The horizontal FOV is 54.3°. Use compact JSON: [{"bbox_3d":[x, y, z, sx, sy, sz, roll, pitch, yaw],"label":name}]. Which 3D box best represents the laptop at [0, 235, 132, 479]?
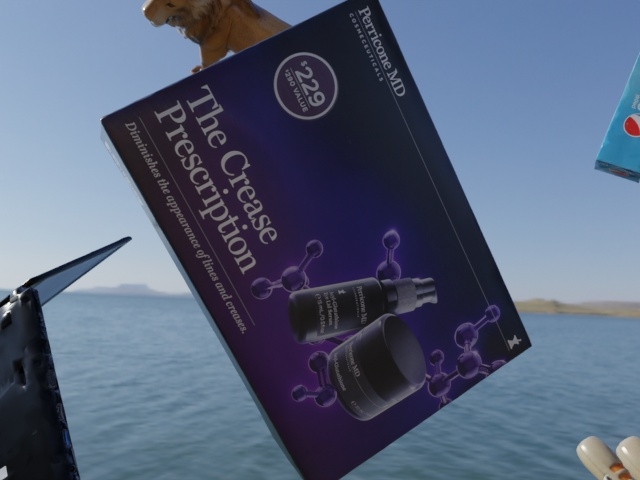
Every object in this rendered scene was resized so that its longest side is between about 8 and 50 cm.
[{"bbox_3d":[-0.228,0.138,0.431,0.234,0.264,0.136,-35,-31,11],"label":"laptop"}]

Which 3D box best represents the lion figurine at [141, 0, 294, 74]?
[{"bbox_3d":[-0.093,-0.311,0.998,0.392,0.142,0.240,19,-21,-12],"label":"lion figurine"}]

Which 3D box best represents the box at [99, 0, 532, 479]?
[{"bbox_3d":[0.000,0.000,0.424,0.184,0.261,0.103,-31,13,-16],"label":"box"}]

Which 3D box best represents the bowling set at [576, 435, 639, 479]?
[{"bbox_3d":[0.491,0.273,0.797,0.287,0.200,0.154,14,25,-37],"label":"bowling set"}]

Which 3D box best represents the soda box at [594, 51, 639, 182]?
[{"bbox_3d":[0.488,-0.200,0.941,0.071,0.210,0.067,22,1,22],"label":"soda box"}]
